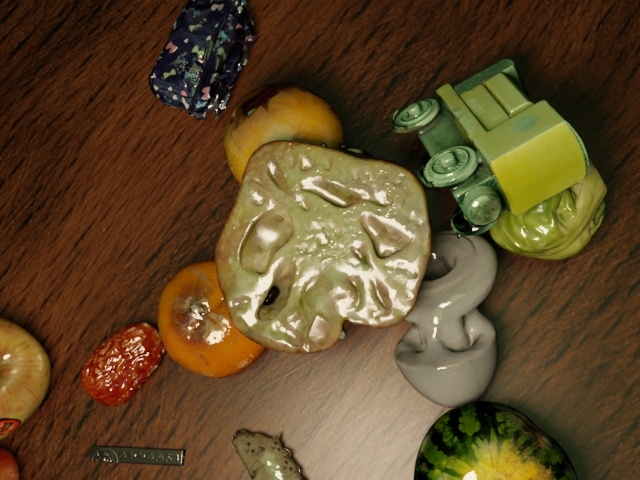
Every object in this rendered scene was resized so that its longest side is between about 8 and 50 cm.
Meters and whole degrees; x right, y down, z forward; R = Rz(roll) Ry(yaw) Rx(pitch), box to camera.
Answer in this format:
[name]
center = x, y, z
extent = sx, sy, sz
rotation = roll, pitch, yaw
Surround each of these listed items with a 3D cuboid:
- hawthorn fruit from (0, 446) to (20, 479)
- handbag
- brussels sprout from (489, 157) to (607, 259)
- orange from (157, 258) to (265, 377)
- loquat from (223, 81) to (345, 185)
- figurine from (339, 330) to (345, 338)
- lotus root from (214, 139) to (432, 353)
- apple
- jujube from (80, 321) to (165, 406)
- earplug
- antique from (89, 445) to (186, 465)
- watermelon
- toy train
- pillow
[hawthorn fruit]
center = -0.654, 0.481, 1.472
extent = 0.169, 0.169, 0.188
rotation = -4, 96, 10
[handbag]
center = -0.236, -0.379, 1.609
extent = 0.162, 0.113, 0.260
rotation = 20, 83, 21
[brussels sprout]
center = 0.400, -0.066, 1.400
extent = 0.223, 0.161, 0.223
rotation = -12, 53, 17
[orange]
center = -0.198, 0.143, 1.453
extent = 0.224, 0.170, 0.224
rotation = -2, 78, 12
[loquat]
center = -0.071, -0.183, 1.473
extent = 0.234, 0.235, 0.235
rotation = -2, 77, 10
[figurine]
center = 0.006, 0.163, 1.460
extent = 0.082, 0.094, 0.086
rotation = -32, 36, 40
[lotus root]
center = 0.000, 0.000, 1.320
extent = 0.390, 0.111, 0.375
rotation = -32, 81, 9
[apple]
center = -0.650, 0.267, 1.477
extent = 0.260, 0.194, 0.261
rotation = 14, 59, -26
[jujube]
center = -0.378, 0.235, 1.505
extent = 0.176, 0.109, 0.112
rotation = -47, 110, -10
[earplug]
center = 0.223, 0.131, 1.387
extent = 0.214, 0.175, 0.326
rotation = -12, 66, 28
[antique]
center = -0.354, 0.415, 1.501
extent = 0.192, 0.015, 0.031
rotation = -1, 78, 11
[watermelon]
center = 0.281, 0.399, 1.266
extent = 0.268, 0.269, 0.269
rotation = -2, 77, 10
[toy train]
center = 0.284, -0.171, 1.359
extent = 0.253, 0.160, 0.397
rotation = -30, 31, 10
[pillow]
center = -0.073, 0.437, 1.425
extent = 0.093, 0.051, 0.241
rotation = -37, 71, 1
